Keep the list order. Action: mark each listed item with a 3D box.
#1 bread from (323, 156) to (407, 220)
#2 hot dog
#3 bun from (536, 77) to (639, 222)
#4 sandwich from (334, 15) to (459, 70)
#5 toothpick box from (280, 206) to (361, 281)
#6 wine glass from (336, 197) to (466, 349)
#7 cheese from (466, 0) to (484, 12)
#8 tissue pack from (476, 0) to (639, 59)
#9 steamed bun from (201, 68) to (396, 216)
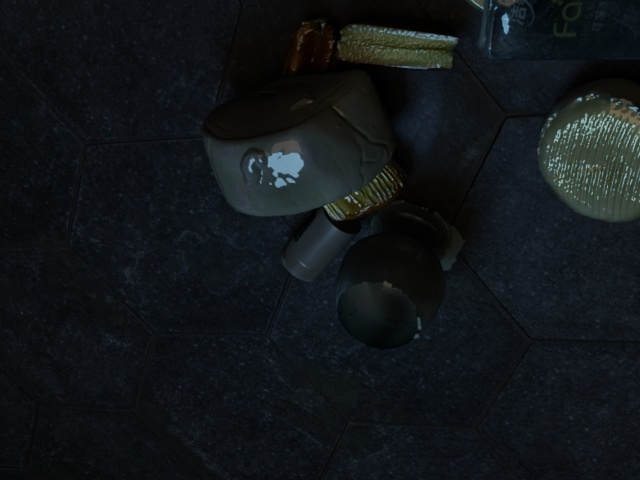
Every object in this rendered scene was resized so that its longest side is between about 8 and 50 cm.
[{"bbox_3d":[0.088,-0.113,1.957,0.190,0.132,0.114,-24,113,34],"label":"bread"},{"bbox_3d":[-0.023,-0.333,1.886,0.115,0.072,0.269,24,128,4],"label":"hot dog"},{"bbox_3d":[0.553,-0.175,1.738,0.287,0.146,0.287,20,131,25],"label":"bun"},{"bbox_3d":[0.155,-0.384,1.783,0.244,0.088,0.090,10,117,18],"label":"sandwich"},{"bbox_3d":[0.000,0.000,2.078,0.111,0.111,0.181,37,126,-6],"label":"toothpick box"},{"bbox_3d":[0.161,0.071,1.936,0.238,0.323,0.238,11,128,15],"label":"wine glass"},{"bbox_3d":[0.277,-0.478,1.700,0.192,0.037,0.097,20,126,6],"label":"cheese"},{"bbox_3d":[0.443,-0.427,1.581,0.315,0.103,0.228,-1,125,-5],"label":"tissue pack"},{"bbox_3d":[-0.055,-0.174,1.822,0.383,0.236,0.247,-9,127,22],"label":"steamed bun"}]
